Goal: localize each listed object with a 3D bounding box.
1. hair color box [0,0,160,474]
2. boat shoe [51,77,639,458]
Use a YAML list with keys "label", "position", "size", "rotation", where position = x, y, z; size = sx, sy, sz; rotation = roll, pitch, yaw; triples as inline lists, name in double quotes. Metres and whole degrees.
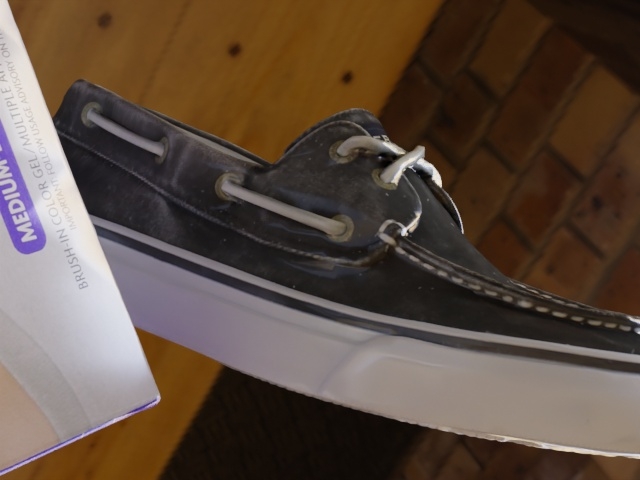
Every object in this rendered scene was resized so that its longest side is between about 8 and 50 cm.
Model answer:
- label: "hair color box"
  position: [-0.231, 0.031, 0.447]
  size: [0.338, 0.185, 0.110]
  rotation: [-23, -178, -42]
- label: "boat shoe"
  position: [0.000, 0.000, 0.613]
  size: [0.121, 0.335, 0.119]
  rotation: [18, 88, -66]
